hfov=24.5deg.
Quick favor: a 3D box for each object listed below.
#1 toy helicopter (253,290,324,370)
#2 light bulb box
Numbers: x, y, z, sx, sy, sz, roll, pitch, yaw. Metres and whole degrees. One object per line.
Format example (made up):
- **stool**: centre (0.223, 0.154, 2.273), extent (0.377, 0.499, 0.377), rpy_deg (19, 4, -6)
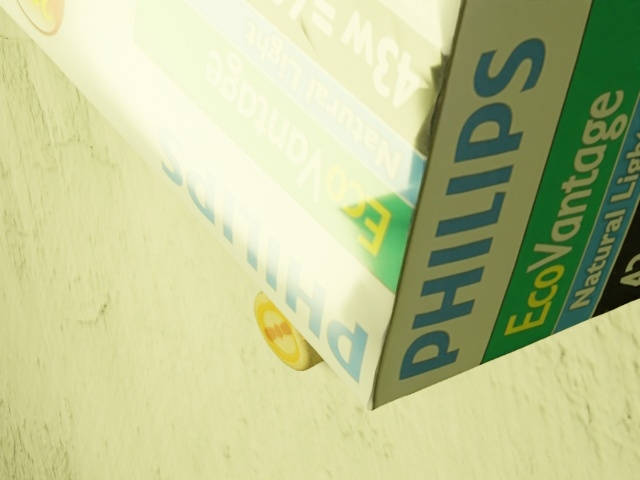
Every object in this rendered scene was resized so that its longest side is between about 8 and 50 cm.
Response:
- **toy helicopter**: centre (0.000, 0.000, 1.180), extent (0.235, 0.140, 0.355), rpy_deg (43, 151, 25)
- **light bulb box**: centre (0.081, -0.161, 0.696), extent (0.358, 0.361, 0.225), rpy_deg (45, 141, 36)
